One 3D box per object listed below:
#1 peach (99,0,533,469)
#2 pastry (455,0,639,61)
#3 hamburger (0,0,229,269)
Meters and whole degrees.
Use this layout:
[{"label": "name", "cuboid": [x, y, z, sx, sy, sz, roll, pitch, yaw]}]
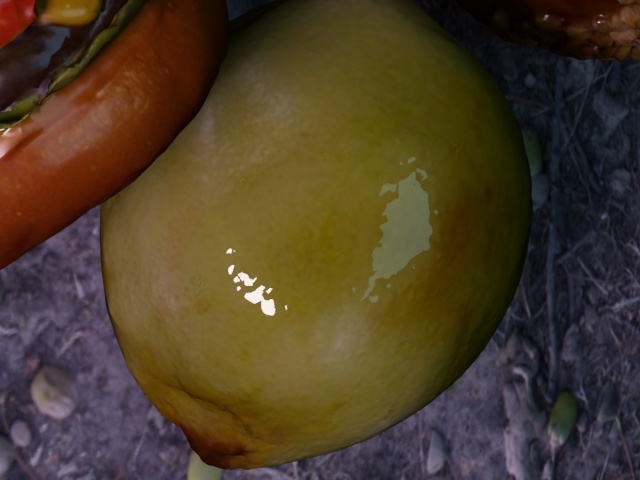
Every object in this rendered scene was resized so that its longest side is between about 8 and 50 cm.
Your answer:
[{"label": "peach", "cuboid": [0.001, -0.008, 1.324, 0.315, 0.281, 0.314, -41, 122, -28]}, {"label": "pastry", "cuboid": [0.275, -0.273, 1.508, 0.410, 0.410, 0.245, -15, 94, -43]}, {"label": "hamburger", "cuboid": [-0.232, -0.136, 1.078, 0.330, 0.330, 0.250, -50, 125, -33]}]
